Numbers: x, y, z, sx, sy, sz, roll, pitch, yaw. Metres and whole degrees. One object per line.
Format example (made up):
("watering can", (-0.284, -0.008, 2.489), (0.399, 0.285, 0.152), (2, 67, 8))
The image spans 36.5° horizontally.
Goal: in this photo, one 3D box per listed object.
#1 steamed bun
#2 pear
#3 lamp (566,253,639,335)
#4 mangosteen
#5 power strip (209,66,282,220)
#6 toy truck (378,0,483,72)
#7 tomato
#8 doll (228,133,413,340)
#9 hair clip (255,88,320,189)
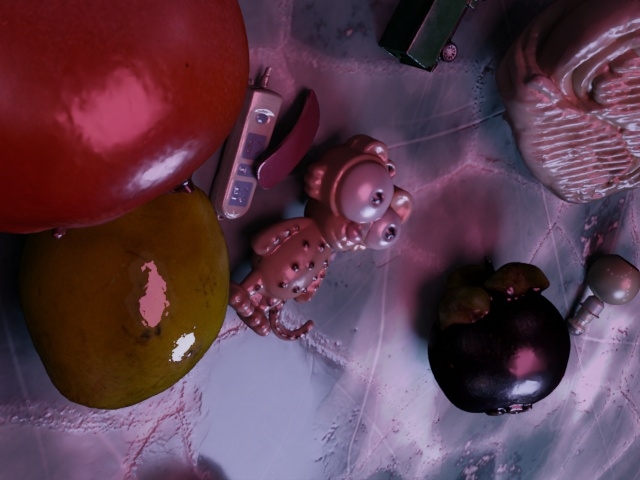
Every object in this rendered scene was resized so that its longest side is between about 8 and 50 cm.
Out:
("steamed bun", (0.397, -0.231, 1.362), (0.309, 0.219, 0.324), (-32, 135, 24))
("pear", (-0.198, 0.045, 0.987), (0.212, 0.212, 0.269), (9, 104, -43))
("lamp", (0.489, 0.101, 1.709), (0.091, 0.091, 0.163), (23, 110, -45))
("mangosteen", (0.263, 0.144, 1.447), (0.243, 0.243, 0.243), (-19, 121, -34))
("power strip", (-0.086, -0.111, 1.134), (0.047, 0.030, 0.191), (7, 105, -44))
("toy truck", (0.148, -0.288, 1.231), (0.079, 0.065, 0.147), (29, 91, -41))
("tomato", (-0.223, -0.163, 0.801), (0.321, 0.321, 0.322), (-19, 121, -34))
("doll", (-0.002, -0.001, 1.202), (0.278, 0.119, 0.154), (-51, 131, -4))
("hair clip", (-0.033, -0.120, 1.159), (0.137, 0.022, 0.054), (-57, 154, -23))
